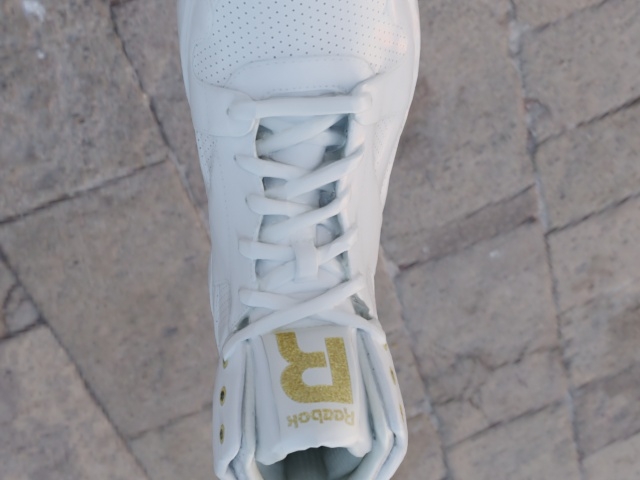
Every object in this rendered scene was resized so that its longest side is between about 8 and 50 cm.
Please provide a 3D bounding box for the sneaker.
[{"bbox_3d":[0.000,0.000,0.502,0.108,0.169,0.293,-6,136,-7],"label":"sneaker"}]
